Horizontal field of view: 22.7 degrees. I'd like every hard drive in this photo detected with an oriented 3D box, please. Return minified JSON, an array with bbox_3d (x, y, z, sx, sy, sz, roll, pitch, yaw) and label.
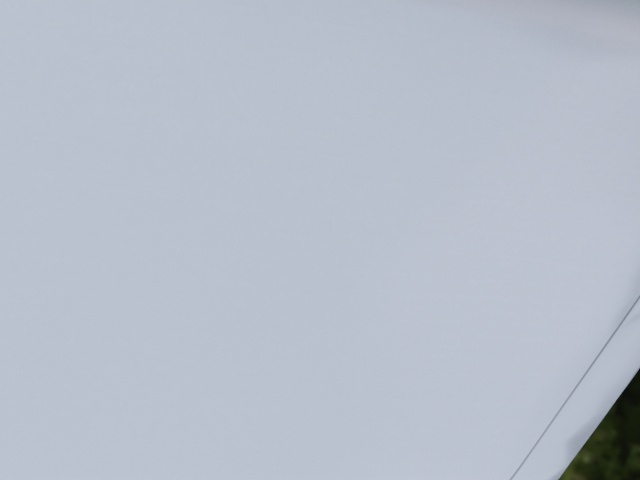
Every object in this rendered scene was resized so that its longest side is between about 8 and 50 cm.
[{"bbox_3d":[0.000,0.000,0.499,0.353,0.233,0.047,4,-144,-42],"label":"hard drive"}]
